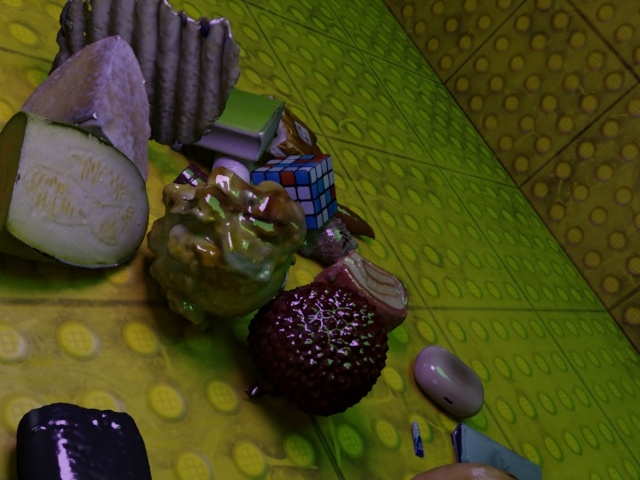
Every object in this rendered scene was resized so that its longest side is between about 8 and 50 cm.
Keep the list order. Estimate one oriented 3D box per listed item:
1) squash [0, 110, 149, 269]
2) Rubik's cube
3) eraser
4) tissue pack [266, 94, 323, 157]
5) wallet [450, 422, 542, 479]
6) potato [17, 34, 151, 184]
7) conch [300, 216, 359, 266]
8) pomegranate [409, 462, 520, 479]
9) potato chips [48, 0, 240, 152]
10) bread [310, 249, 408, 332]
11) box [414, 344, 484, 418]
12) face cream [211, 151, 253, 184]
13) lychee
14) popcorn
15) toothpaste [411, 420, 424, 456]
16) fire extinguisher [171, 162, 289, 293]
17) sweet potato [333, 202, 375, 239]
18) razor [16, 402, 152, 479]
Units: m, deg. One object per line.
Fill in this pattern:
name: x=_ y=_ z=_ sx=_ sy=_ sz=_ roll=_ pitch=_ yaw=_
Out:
squash: x=-0.411 y=-0.062 z=1.367 sx=0.308 sy=0.210 sz=0.234 roll=16 pitch=74 yaw=-36
Rubik's cube: x=-0.059 y=-0.118 z=1.894 sx=0.155 sy=0.154 sz=0.151 roll=-42 pitch=127 yaw=-61
eraser: x=-0.238 y=-0.299 z=1.881 sx=0.274 sy=0.092 sz=0.210 roll=14 pitch=36 yaw=8
tissue pack: x=-0.079 y=-0.266 z=2.136 sx=0.226 sy=0.091 sz=0.183 roll=34 pitch=31 yaw=-48
wallet: x=0.404 y=0.577 z=1.763 sx=0.251 sy=0.054 sz=0.290 roll=33 pitch=36 yaw=-13
potato: x=-0.452 y=-0.236 z=1.539 sx=0.211 sy=0.189 sz=0.265 roll=57 pitch=30 yaw=-50
conch: x=0.000 y=0.000 z=1.964 sx=0.207 sy=0.130 sz=0.155 roll=1 pitch=12 yaw=-23
pomegranate: x=0.266 y=0.550 z=1.359 sx=0.332 sy=0.332 sz=0.333 roll=32 pitch=31 yaw=-22
potato chips: x=-0.368 y=-0.358 z=1.630 sx=0.373 sy=0.389 sz=0.097 roll=32 pitch=37 yaw=-9
bread: x=0.101 y=0.125 z=1.881 sx=0.244 sy=0.123 sz=0.190 roll=27 pitch=35 yaw=-27
box: x=0.314 y=0.344 z=1.906 sx=0.200 sy=0.088 sz=0.146 roll=41 pitch=30 yaw=-10
face cream: x=-0.212 y=-0.210 z=1.927 sx=0.102 sy=0.102 sz=0.346 roll=31 pitch=30 yaw=-24
lychee: x=-0.014 y=0.213 z=1.503 sx=0.264 sy=0.300 sz=0.264 roll=56 pitch=-9 yaw=14
popcorn: x=-0.191 y=0.010 z=1.486 sx=0.312 sy=0.312 sz=0.312 roll=32 pitch=31 yaw=-22
toothpaste: x=0.215 y=0.441 z=1.732 sx=0.024 sy=0.015 sz=0.083 roll=22 pitch=40 yaw=-22
fire extinguisher: x=-0.192 y=-0.013 z=1.711 sx=0.341 sy=0.105 sz=0.141 roll=43 pitch=68 yaw=-5
sweet potato: x=0.046 y=-0.077 z=2.141 sx=0.264 sy=0.057 sz=0.057 roll=34 pitch=30 yaw=-17
razor: x=-0.306 y=0.374 z=1.041 sx=0.189 sy=0.107 sz=0.327 roll=17 pitch=40 yaw=-39
